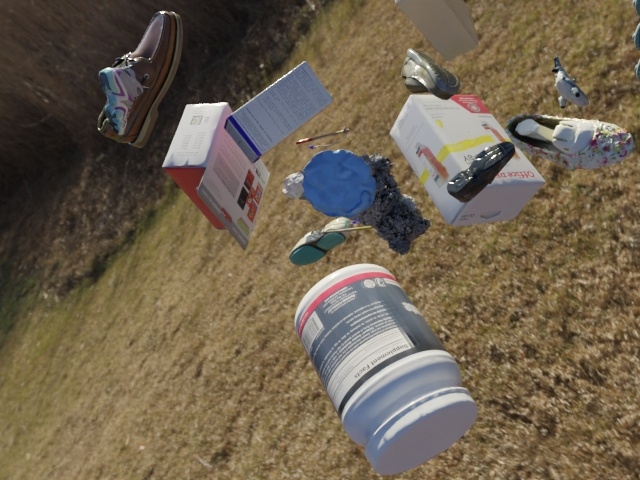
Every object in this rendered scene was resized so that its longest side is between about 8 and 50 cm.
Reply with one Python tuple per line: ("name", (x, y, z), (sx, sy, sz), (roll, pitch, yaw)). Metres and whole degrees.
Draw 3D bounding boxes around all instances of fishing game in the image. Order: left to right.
("fishing game", (0.047, -0.141, 1.295), (0.189, 0.264, 0.041), (-11, 24, 21))

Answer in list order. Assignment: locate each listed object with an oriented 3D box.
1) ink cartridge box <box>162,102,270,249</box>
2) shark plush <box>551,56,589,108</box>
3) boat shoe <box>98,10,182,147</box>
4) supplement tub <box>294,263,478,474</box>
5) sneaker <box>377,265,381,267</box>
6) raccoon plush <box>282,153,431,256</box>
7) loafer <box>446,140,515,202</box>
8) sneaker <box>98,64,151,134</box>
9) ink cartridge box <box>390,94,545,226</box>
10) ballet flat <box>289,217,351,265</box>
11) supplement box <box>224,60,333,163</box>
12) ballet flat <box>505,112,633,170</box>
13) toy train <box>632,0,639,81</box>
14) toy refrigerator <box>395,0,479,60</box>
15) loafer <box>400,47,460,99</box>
("ink cartridge box", (-0.275, -0.160, 1.413), (0.129, 0.309, 0.272), (2, 62, 19))
("shark plush", (0.706, -0.448, 1.515), (0.067, 0.073, 0.161), (-19, 68, -17))
("boat shoe", (-0.392, -0.357, 1.146), (0.110, 0.104, 0.308), (27, 100, 46))
("supplement tub", (0.091, 0.187, 0.809), (0.191, 0.191, 0.272), (-42, 49, 11))
("sneaker", (0.074, 0.068, 0.915), (0.083, 0.035, 0.031), (-35, 62, -4))
("raccoon plush", (0.120, -0.076, 1.637), (0.299, 0.446, 0.216), (59, 149, 23))
("loafer", (0.363, -0.151, 1.173), (0.170, 0.061, 0.062), (-39, 40, 23))
("sneaker", (-0.275, -0.204, 0.763), (0.038, 0.098, 0.069), (33, 45, 27))
("ink cartridge box", (0.426, -0.247, 1.561), (0.385, 0.279, 0.160), (64, 147, 29))
("ballet flat", (0.000, 0.000, 1.517), (0.248, 0.086, 0.086), (-28, 48, 45))
("supplement box", (-0.096, -0.288, 1.198), (0.220, 0.114, 0.111), (-40, 9, -10))
("ballet flat", (0.405, -0.173, 0.901), (0.241, 0.077, 0.091), (32, 101, 63))
("toy train", (0.927, -0.560, 1.392), (0.190, 0.334, 0.142), (-34, 30, -29))
("toy refrigerator", (0.256, -0.517, 1.182), (0.094, 0.269, 0.102), (-19, 70, 33))
("loafer", (0.272, -0.406, 1.342), (0.251, 0.094, 0.087), (-107, 37, -53))
